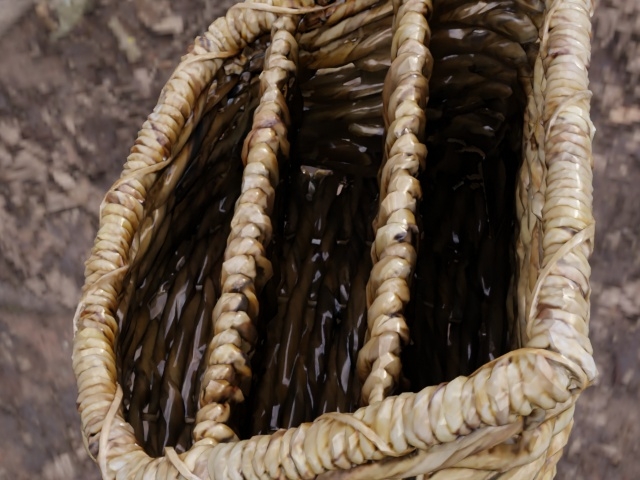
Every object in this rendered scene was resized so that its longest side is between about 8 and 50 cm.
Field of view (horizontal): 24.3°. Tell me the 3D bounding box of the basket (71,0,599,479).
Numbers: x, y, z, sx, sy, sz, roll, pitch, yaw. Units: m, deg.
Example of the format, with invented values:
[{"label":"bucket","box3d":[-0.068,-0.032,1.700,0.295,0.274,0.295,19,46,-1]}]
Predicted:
[{"label":"basket","box3d":[0.000,0.000,0.654,0.213,0.223,0.299,6,50,4]}]
